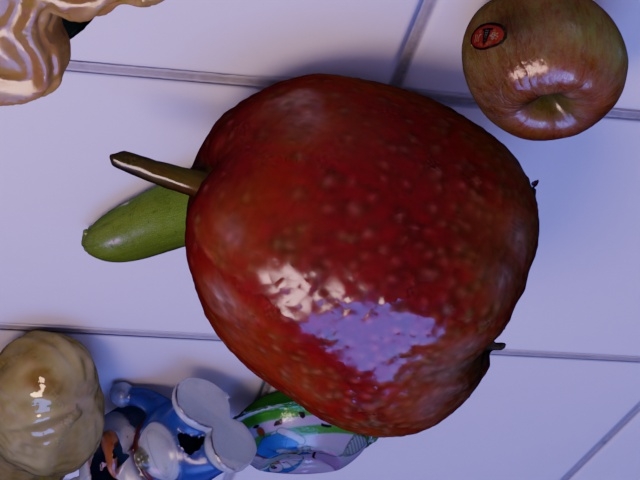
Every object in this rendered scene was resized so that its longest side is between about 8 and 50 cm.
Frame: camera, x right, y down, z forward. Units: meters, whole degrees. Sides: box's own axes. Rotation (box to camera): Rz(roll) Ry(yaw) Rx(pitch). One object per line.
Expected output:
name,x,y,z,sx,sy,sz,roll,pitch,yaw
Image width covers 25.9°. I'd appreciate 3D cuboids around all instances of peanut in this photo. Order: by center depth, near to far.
peanut,-0.329,0.217,1.625,0.147,0.147,0.319,7,146,-16

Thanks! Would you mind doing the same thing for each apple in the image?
apple,0.174,-0.138,1.073,0.126,0.102,0.126,2,147,1

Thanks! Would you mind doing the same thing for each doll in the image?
doll,-0.194,0.267,1.692,0.161,0.215,0.257,-19,166,-44

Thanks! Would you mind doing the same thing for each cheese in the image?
cheese,-0.006,0.222,1.721,0.204,0.083,0.320,11,150,-22

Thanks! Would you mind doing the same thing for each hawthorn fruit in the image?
hawthorn fruit,0.000,0.000,1.146,0.369,0.285,0.285,20,146,-14

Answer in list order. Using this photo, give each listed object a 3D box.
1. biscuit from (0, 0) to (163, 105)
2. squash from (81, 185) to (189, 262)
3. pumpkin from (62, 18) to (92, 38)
biscuit,-0.263,-0.202,0.824,0.376,0.051,0.269,13,121,5
squash,-0.149,-0.020,1.304,0.201,0.066,0.066,-16,149,36
pumpkin,-0.219,-0.193,0.921,0.167,0.125,0.167,10,134,10
